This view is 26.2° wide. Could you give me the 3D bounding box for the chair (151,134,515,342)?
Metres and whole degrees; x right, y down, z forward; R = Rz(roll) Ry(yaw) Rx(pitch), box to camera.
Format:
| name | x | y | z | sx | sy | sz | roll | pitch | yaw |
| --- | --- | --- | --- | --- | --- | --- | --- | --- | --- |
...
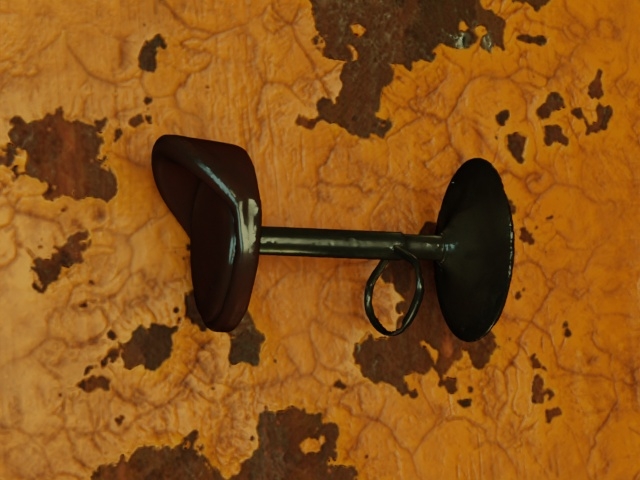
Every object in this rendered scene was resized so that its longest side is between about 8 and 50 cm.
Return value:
| name | x | y | z | sx | sy | sz | roll | pitch | yaw |
| --- | --- | --- | --- | --- | --- | --- | --- | --- | --- |
| chair | 0.000 | 0.000 | 1.600 | 0.401 | 0.226 | 0.226 | 4 | 82 | -19 |
